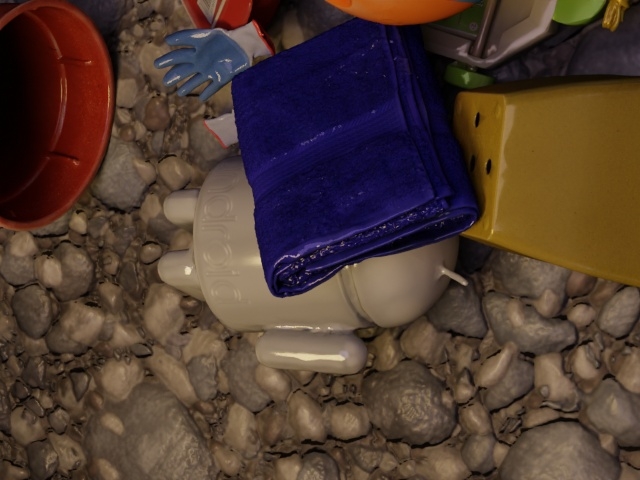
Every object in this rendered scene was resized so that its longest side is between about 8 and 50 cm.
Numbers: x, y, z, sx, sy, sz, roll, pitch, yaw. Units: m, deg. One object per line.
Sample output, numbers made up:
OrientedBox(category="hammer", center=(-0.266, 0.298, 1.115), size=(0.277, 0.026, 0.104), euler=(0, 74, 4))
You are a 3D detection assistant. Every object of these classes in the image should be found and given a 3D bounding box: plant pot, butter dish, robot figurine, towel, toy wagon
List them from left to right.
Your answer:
OrientedBox(category="plant pot", center=(-0.432, -0.168, 2.127), size=(0.265, 0.272, 0.272), euler=(13, 97, 31))
OrientedBox(category="butter dish", center=(-0.091, -0.303, 2.045), size=(0.160, 0.118, 0.160), euler=(63, 153, 18))
OrientedBox(category="robot figurine", center=(0.000, 0.000, 1.963), size=(0.353, 0.200, 0.300), euler=(-4, 77, 23))
OrientedBox(category="towel", center=(0.023, -0.103, 1.844), size=(0.227, 0.076, 0.308), euler=(-21, 47, 9))
OrientedBox(category="toy wagon", center=(0.180, -0.298, 1.948), size=(0.344, 0.068, 0.267), euler=(19, 100, 21))
OrientedBox(category="plant pot", center=(0.238, -0.069, 1.813), size=(0.187, 0.212, 0.212), euler=(4, 95, -16))

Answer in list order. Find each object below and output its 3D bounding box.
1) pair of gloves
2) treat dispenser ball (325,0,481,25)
OrientedBox(category="pair of gloves", center=(-0.089, -0.168, 2.035), size=(0.159, 0.023, 0.198), euler=(-14, 127, 34))
OrientedBox(category="treat dispenser ball", center=(0.084, -0.360, 1.792), size=(0.288, 0.288, 0.288), euler=(1, 92, 24))
